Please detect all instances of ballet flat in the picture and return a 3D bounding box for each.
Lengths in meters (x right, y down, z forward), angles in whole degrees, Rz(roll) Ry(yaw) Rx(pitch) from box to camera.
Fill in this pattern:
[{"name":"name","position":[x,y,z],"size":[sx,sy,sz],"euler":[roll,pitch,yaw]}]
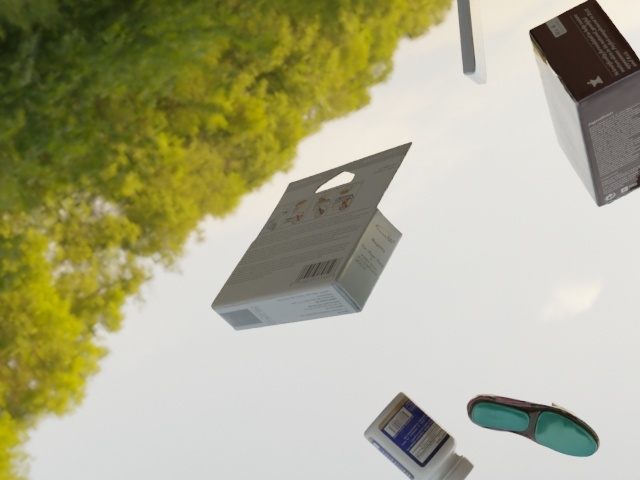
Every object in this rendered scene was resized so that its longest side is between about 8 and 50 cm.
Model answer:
[{"name":"ballet flat","position":[0.353,0.294,1.659],"size":[0.222,0.076,0.079],"euler":[14,-160,9]}]

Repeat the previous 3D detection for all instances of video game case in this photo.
[{"name":"video game case","position":[0.272,-0.396,1.809],"size":[0.023,0.212,0.193],"euler":[-4,-178,16]}]

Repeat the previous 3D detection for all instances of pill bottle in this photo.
[{"name":"pill bottle","position":[0.180,0.373,1.805],"size":[0.112,0.187,0.112],"euler":[-46,170,-11]}]

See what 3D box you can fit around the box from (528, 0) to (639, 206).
[{"name":"box","position":[0.513,-0.246,1.860],"size":[0.143,0.381,0.191],"euler":[-28,-122,8]}]

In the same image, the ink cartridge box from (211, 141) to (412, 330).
[{"name":"ink cartridge box","position":[0.000,0.000,1.327],"size":[0.275,0.060,0.239],"euler":[-14,-143,50]}]
